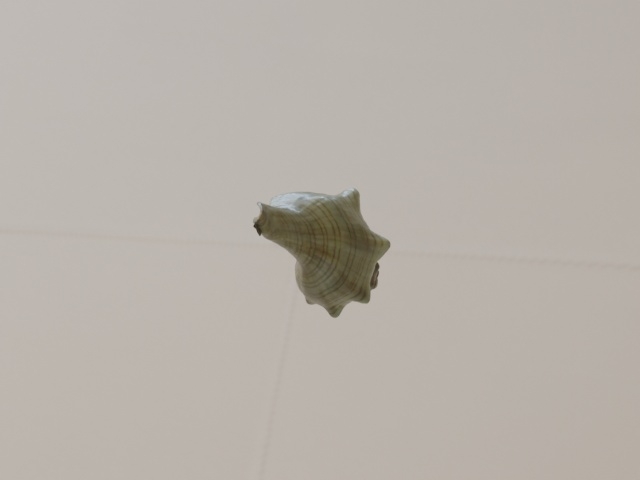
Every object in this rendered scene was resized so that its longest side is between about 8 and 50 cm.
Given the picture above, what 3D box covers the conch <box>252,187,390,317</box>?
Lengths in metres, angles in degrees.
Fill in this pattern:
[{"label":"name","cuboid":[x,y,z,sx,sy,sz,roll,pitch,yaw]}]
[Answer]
[{"label":"conch","cuboid":[0.011,-0.005,1.514,0.114,0.234,0.137,-24,-140,6]}]
